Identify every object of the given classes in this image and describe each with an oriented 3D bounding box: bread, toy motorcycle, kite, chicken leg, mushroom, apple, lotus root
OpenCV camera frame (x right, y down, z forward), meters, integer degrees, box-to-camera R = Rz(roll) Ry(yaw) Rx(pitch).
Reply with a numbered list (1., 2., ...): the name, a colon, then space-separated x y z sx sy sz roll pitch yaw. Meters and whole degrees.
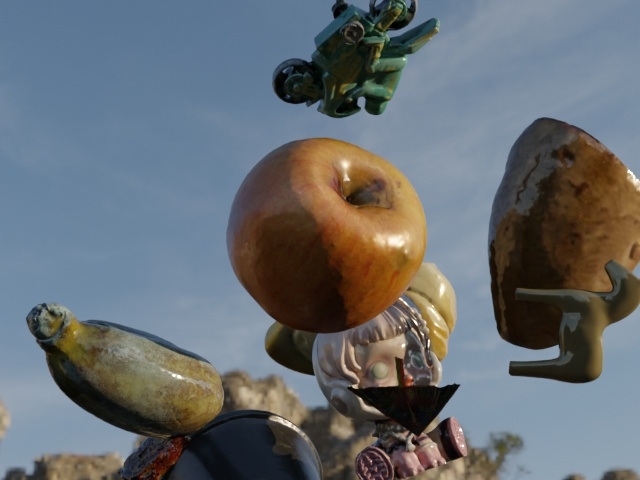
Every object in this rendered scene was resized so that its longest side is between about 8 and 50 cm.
1. bread: 0.091 0.168 2.391 0.423 0.245 0.329 2 -56 12
2. toy motorcycle: 0.072 -0.309 1.847 0.296 0.109 0.198 -41 -62 18
3. kite: 0.134 0.245 1.646 0.190 0.010 0.159 -7 -63 25
4. chicken leg: -0.302 0.392 1.967 0.105 0.234 0.063 16 -30 51
5. mushroom: 0.445 0.000 2.063 0.313 0.397 0.224 42 -15 -24
6. apple: 0.000 0.000 1.567 0.299 0.299 0.275 15 -52 -32
7. lotus root: -0.282 0.190 1.488 0.322 0.140 0.158 28 -7 -37

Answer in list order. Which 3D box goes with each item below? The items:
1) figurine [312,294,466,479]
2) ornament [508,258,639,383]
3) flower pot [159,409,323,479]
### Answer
1. figurine: 0.106 0.288 2.005 0.211 0.361 0.253 -19 -6 41
2. ornament: 0.472 0.145 1.923 0.244 0.230 0.061 3 -12 13
3. flower pot: -0.119 0.535 2.071 0.379 0.379 0.251 11 5 -26
